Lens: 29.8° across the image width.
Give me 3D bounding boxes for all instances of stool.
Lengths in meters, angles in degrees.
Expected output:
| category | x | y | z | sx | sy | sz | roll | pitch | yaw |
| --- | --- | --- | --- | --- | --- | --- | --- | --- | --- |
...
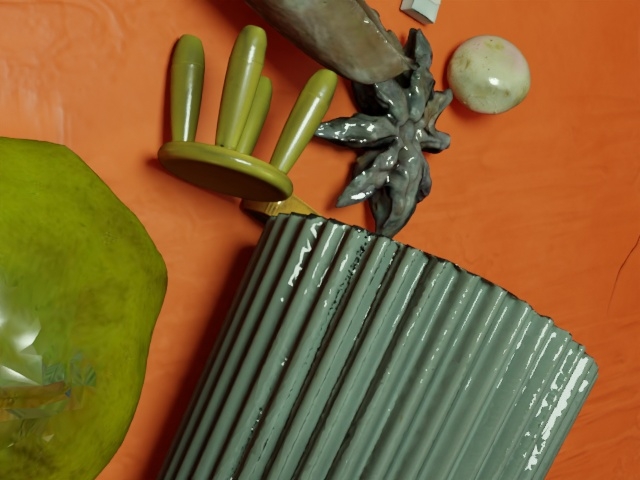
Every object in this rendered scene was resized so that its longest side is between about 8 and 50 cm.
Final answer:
| category | x | y | z | sx | sy | sz | roll | pitch | yaw |
| --- | --- | --- | --- | --- | --- | --- | --- | --- | --- |
| stool | -0.062 | -0.098 | 0.957 | 0.135 | 0.134 | 0.111 | 88 | 15 | -78 |
| stool | 0.020 | 0.190 | 0.953 | 0.297 | 0.297 | 0.330 | 36 | 75 | -38 |

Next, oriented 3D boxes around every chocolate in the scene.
| category | x | y | z | sx | sy | sz | roll | pitch | yaw |
| --- | --- | --- | --- | --- | --- | --- | --- | --- | --- |
| chocolate | -0.038 | -0.224 | 0.963 | 0.083 | 0.161 | 0.261 | -38 | 120 | 12 |

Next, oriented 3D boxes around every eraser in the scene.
| category | x | y | z | sx | sy | sz | roll | pitch | yaw |
| --- | --- | --- | --- | --- | --- | --- | --- | --- | --- |
| eraser | 0.103 | -0.252 | 1.149 | 0.038 | 0.019 | 0.083 | 24 | 79 | -42 |

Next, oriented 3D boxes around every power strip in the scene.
| category | x | y | z | sx | sy | sz | roll | pitch | yaw |
| --- | --- | --- | --- | --- | --- | --- | --- | --- | --- |
| power strip | 0.000 | 0.000 | 1.064 | 0.178 | 0.049 | 0.028 | 36 | 76 | -38 |

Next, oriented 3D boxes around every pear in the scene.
| category | x | y | z | sx | sy | sz | roll | pitch | yaw |
| --- | --- | --- | --- | --- | --- | --- | --- | --- | --- |
| pear | -0.245 | 0.074 | 0.727 | 0.321 | 0.269 | 0.269 | -32 | 115 | -21 |

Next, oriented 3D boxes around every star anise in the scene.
| category | x | y | z | sx | sy | sz | roll | pitch | yaw |
| --- | --- | --- | --- | --- | --- | --- | --- | --- | --- |
| star anise | 0.064 | -0.101 | 1.102 | 0.180 | 0.061 | 0.205 | 37 | 71 | -38 |

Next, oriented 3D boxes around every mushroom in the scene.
| category | x | y | z | sx | sy | sz | roll | pitch | yaw |
| --- | --- | --- | --- | --- | --- | --- | --- | --- | --- |
| mushroom | 0.165 | -0.160 | 1.182 | 0.083 | 0.083 | 0.067 | -45 | 164 | -29 |
